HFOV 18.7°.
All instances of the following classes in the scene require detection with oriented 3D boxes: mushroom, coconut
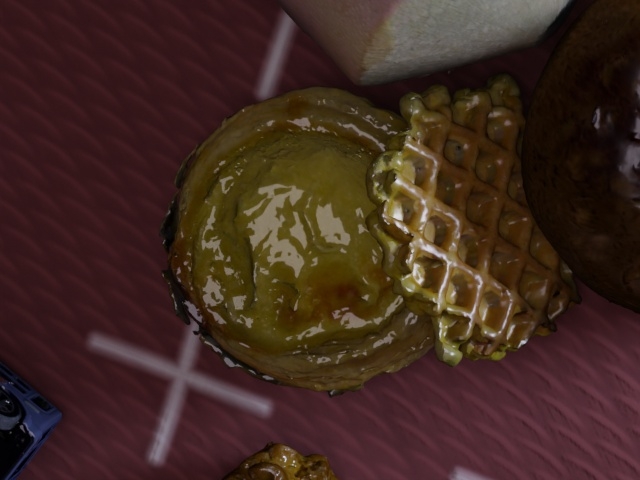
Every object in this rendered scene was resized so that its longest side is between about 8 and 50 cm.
[{"bbox_3d":[0.333,-0.081,1.568,0.345,0.239,0.345,8,114,19],"label":"mushroom"},{"bbox_3d":[0.083,-0.280,1.574,0.297,0.297,0.309,-44,84,10],"label":"coconut"}]

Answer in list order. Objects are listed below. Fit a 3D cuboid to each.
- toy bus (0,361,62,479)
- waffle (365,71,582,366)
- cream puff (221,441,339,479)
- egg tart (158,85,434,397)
[{"bbox_3d":[-0.382,0.115,1.753,0.292,0.133,0.125,39,105,3],"label":"toy bus"},{"bbox_3d":[0.128,-0.017,1.613,0.059,0.238,0.243,-10,105,47],"label":"waffle"},{"bbox_3d":[-0.039,0.234,1.717,0.094,0.122,0.116,48,140,11],"label":"cream puff"},{"bbox_3d":[0.000,0.000,1.699,0.279,0.095,0.278,2,98,14],"label":"egg tart"}]
